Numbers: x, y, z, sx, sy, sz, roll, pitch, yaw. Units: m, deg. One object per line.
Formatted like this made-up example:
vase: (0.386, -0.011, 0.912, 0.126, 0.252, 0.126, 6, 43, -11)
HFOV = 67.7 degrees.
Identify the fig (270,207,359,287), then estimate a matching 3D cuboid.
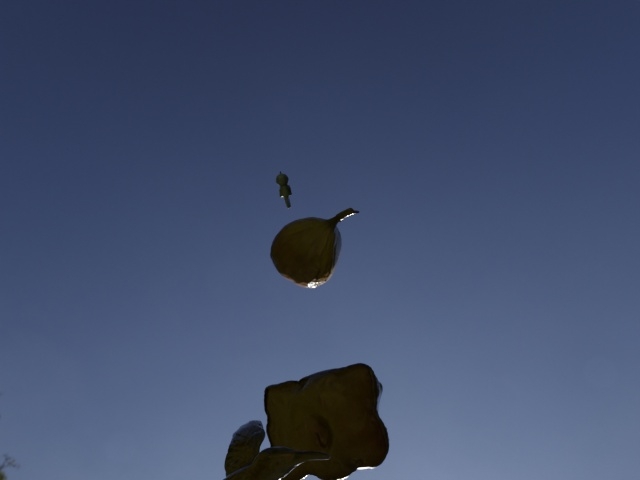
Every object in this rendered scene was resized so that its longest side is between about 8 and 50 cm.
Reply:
fig: (0.000, 0.000, 1.040, 0.159, 0.159, 0.257, 38, -46, -12)

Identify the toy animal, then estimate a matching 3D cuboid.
toy animal: (-0.058, 0.231, 0.427, 0.155, 0.219, 0.095, -10, -90, 14)

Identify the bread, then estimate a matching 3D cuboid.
bread: (0.012, 0.293, 0.769, 0.233, 0.088, 0.161, -25, -112, 35)

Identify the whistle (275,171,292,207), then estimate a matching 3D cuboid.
whistle: (-0.096, -0.136, 1.277, 0.035, 0.035, 0.100, -13, -80, 3)
